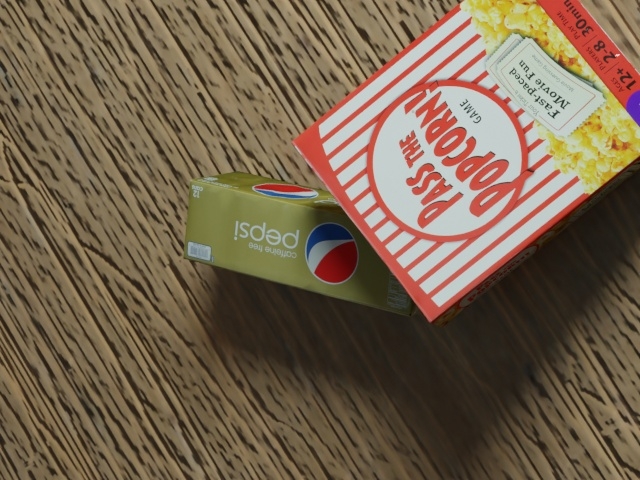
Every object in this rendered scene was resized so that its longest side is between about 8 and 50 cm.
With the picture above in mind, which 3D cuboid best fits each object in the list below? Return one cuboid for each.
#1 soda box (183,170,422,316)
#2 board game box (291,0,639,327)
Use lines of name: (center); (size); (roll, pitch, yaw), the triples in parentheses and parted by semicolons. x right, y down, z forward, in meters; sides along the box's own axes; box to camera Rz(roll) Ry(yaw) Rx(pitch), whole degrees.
soda box: (0.000, 0.000, 1.319); (0.181, 0.061, 0.058); (14, 105, 29)
board game box: (0.102, -0.063, 1.217); (0.193, 0.045, 0.147); (-40, 76, 7)
